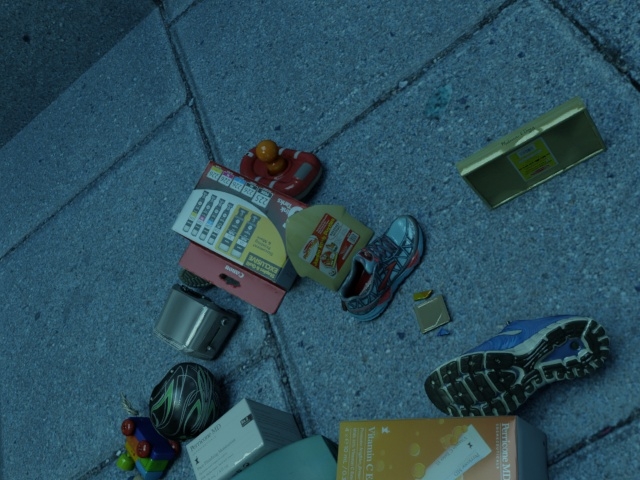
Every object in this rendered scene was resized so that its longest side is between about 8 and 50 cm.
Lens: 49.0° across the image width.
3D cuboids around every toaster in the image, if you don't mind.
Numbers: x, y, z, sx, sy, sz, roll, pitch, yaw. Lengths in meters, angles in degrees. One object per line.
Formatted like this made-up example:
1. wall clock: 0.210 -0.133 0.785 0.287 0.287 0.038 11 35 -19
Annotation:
1. toaster: -0.329 0.208 1.796 0.227 0.129 0.146 21 82 40

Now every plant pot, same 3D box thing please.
1. plant pot: -0.045 0.512 1.410 0.234 0.165 0.165 -38 49 3

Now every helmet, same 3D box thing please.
1. helmet: -0.315 0.380 1.671 0.161 0.169 0.169 -47 46 27

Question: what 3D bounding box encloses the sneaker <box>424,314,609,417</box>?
1. sneaker: 0.350 0.225 1.283 0.330 0.147 0.129 -21 92 7

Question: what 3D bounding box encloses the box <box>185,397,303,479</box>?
1. box: -0.152 0.451 1.498 0.181 0.182 0.119 -41 50 12

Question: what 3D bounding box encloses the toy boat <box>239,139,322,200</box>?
1. toy boat: -0.119 -0.202 1.832 0.231 0.151 0.151 17 61 40

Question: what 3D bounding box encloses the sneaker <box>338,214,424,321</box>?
1. sneaker: 0.133 0.051 1.543 0.104 0.125 0.261 24 82 41

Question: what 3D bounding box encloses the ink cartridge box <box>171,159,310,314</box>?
1. ink cartridge box: -0.192 -0.006 1.738 0.309 0.130 0.271 25 82 18

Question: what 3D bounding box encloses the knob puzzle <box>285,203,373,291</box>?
1. knob puzzle: 0.000 0.000 1.645 0.213 0.213 0.030 -57 16 -3

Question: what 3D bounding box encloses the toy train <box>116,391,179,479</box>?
1. toy train: -0.469 0.510 1.763 0.248 0.105 0.143 34 102 42

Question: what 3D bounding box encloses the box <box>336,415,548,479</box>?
1. box: 0.212 0.438 1.249 0.345 0.168 0.215 -11 60 31

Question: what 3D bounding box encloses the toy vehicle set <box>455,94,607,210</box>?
1. toy vehicle set: 0.427 -0.169 1.420 0.267 0.166 0.035 -29 53 20

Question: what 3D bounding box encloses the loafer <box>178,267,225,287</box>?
1. loafer: -0.268 0.038 1.881 0.251 0.094 0.087 -31 26 8

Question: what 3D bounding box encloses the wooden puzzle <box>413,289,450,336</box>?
1. wooden puzzle: 0.237 0.155 1.489 0.079 0.014 0.116 -26 53 28
